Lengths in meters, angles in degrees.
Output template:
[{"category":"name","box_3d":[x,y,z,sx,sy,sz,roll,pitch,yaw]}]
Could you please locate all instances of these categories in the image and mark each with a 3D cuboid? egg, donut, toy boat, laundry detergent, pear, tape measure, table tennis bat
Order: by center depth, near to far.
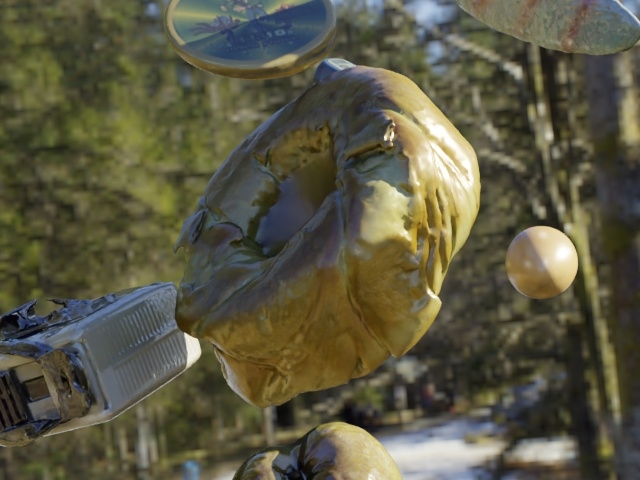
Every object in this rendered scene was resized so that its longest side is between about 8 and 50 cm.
[{"category":"pear","box_3d":[-0.006,0.238,1.330,0.167,0.136,0.167,-12,40,10]},{"category":"donut","box_3d":[0.000,0.000,1.588,0.170,0.360,0.360,38,-26,-30]},{"category":"tape measure","box_3d":[-0.283,0.132,1.682,0.231,0.133,0.271,-17,8,25]},{"category":"egg","box_3d":[0.242,0.026,1.732,0.080,0.080,0.096,-6,18,22]},{"category":"toy boat","box_3d":[0.254,-0.297,1.786,0.096,0.282,0.206,-9,-36,-49]},{"category":"table tennis bat","box_3d":[-0.094,-0.287,1.854,0.198,0.050,0.320,-9,43,-10]},{"category":"laundry detergent","box_3d":[0.084,-0.193,2.188,0.206,0.061,0.097,32,5,40]}]
